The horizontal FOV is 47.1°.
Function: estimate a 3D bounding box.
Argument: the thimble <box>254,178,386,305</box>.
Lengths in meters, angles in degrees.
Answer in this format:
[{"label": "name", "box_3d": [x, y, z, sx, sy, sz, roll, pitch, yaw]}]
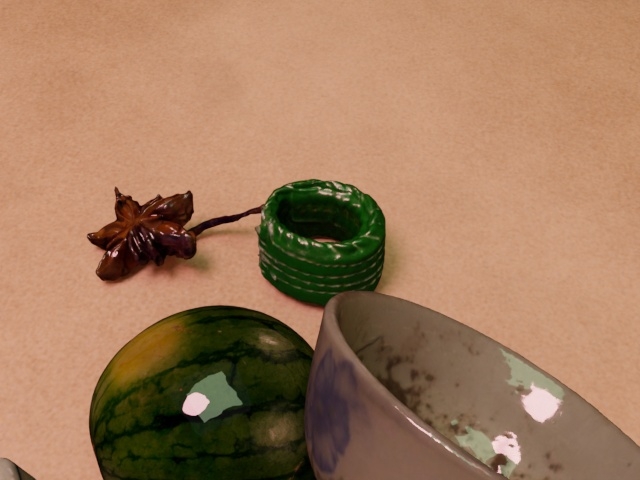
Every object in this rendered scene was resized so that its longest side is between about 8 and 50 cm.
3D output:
[{"label": "thimble", "box_3d": [0.000, 0.000, 0.740, 0.130, 0.090, 0.118, -1, 49, -2]}]

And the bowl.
[{"label": "bowl", "box_3d": [0.100, 0.172, 0.538, 0.289, 0.146, 0.289, 27, 12, -6]}]

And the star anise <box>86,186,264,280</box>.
[{"label": "star anise", "box_3d": [-0.150, -0.014, 0.758, 0.191, 0.070, 0.097, -14, 47, 14]}]

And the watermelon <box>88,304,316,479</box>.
[{"label": "watermelon", "box_3d": [-0.078, 0.132, 0.613, 0.232, 0.127, 0.204, -1, 48, -8]}]

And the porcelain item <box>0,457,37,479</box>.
[{"label": "porcelain item", "box_3d": [-0.289, 0.293, 0.462, 0.281, 0.157, 0.286, -24, 56, -16]}]
